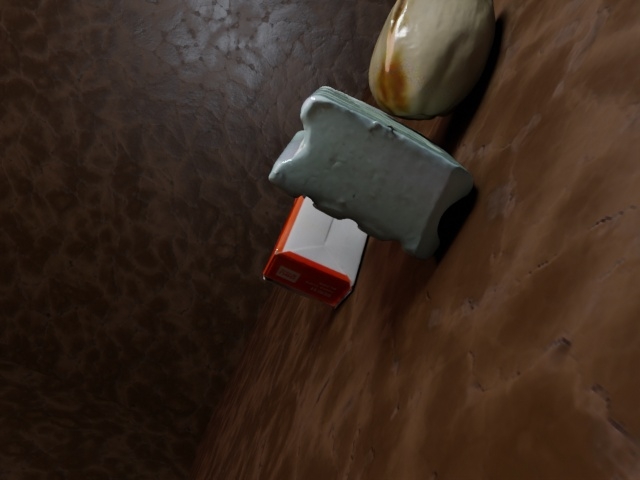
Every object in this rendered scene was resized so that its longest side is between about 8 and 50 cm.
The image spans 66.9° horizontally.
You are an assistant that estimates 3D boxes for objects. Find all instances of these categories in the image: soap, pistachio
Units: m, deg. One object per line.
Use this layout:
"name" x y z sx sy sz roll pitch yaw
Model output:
"soap" 0.054 -0.097 0.547 0.095 0.172 0.289 -62 7 18
"pistachio" 0.133 -0.232 0.573 0.144 0.143 0.215 132 161 -69

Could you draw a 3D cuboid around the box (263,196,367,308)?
"box" 0.000 0.000 0.791 0.099 0.133 0.182 121 169 -55
